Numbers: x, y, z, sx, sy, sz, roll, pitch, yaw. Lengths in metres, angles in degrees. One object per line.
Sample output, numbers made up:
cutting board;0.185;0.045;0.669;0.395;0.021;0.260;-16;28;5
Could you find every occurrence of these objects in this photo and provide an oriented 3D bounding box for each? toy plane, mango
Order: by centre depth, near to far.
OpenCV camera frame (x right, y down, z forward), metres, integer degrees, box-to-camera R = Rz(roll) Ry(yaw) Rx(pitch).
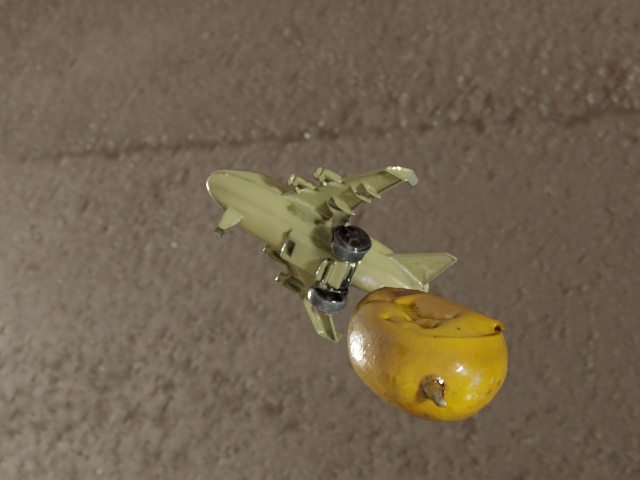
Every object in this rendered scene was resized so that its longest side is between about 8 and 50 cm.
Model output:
mango;0.067;0.070;0.883;0.187;0.101;0.066;-119;33;-70
toy plane;0.000;0.000;1.314;0.104;0.256;0.242;-68;-1;-48
